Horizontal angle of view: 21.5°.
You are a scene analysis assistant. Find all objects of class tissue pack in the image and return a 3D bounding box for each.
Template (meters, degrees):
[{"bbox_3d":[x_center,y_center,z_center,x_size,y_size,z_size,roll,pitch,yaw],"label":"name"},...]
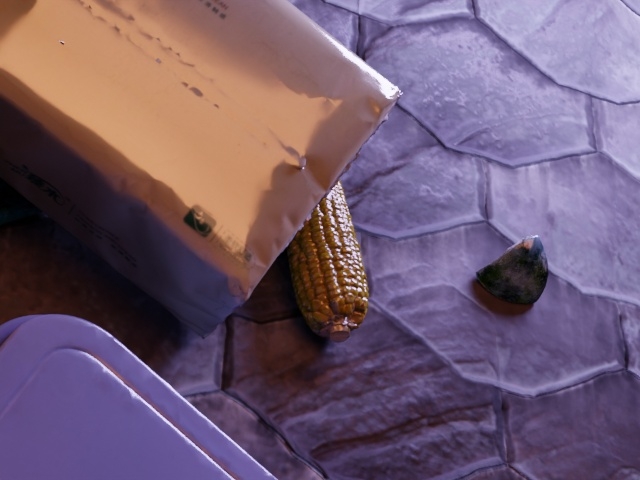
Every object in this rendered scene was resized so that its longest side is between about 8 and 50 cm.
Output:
[{"bbox_3d":[-0.162,-0.134,1.651,0.380,0.207,0.297,37,63,-5],"label":"tissue pack"},{"bbox_3d":[-0.318,-0.051,1.674,0.138,0.028,0.085,-21,69,-43],"label":"tissue pack"}]

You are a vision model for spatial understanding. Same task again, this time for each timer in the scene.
[{"bbox_3d":[-0.211,0.283,1.373,0.395,0.173,0.395,22,50,-28],"label":"timer"}]

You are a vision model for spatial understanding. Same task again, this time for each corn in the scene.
[{"bbox_3d":[0.000,0.000,1.789,0.080,0.080,0.238,5,56,-28],"label":"corn"}]

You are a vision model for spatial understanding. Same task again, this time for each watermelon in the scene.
[{"bbox_3d":[0.225,0.027,1.919,0.085,0.085,0.061,22,14,-15],"label":"watermelon"}]
